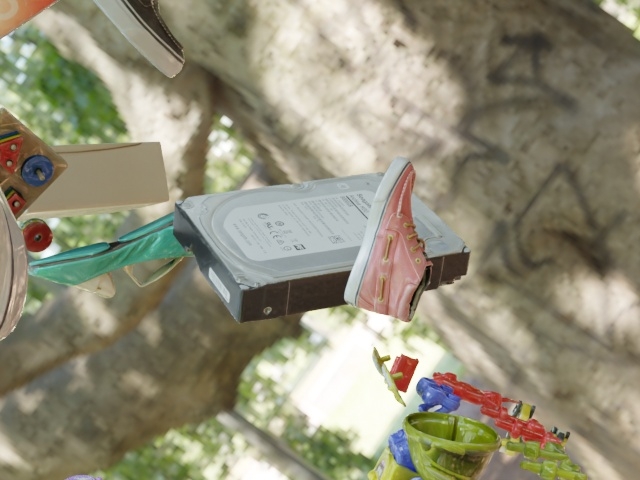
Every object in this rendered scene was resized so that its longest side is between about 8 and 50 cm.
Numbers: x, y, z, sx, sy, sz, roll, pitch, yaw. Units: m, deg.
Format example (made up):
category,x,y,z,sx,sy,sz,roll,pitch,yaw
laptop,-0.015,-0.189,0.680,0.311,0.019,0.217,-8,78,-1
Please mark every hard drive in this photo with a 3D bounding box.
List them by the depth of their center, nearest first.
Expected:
category,x,y,z,sx,sy,sz,roll,pitch,yaw
hard drive,0.000,0.000,1.882,0.339,0.237,0.064,-8,-56,-25

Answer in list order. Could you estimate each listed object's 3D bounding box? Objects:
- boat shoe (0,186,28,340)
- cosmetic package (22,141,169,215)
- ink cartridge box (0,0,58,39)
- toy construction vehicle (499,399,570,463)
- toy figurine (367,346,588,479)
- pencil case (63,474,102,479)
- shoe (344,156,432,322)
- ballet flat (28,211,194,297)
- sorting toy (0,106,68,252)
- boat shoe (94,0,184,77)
category,x,y,z,sx,sy,sz,roll,pitch,yaw
boat shoe,-0.284,-0.042,1.037,0.088,0.096,0.267,-45,-46,-71
cosmetic package,-0.427,-0.099,2.374,0.160,0.113,0.309,-9,0,40
ink cartridge box,-0.266,-0.264,1.117,0.145,0.179,0.045,-28,33,26
toy construction vehicle,0.281,0.267,1.861,0.035,0.086,0.098,-71,4,-50
toy figurine,0.117,0.265,1.430,0.362,0.191,0.217,-128,60,-80
pencil case,-0.367,0.471,2.271,0.088,0.206,0.086,-20,33,-9
shoe,0.092,0.001,1.562,0.063,0.081,0.178,4,-75,-72
ballet flat,-0.285,0.033,1.985,0.247,0.087,0.083,-19,9,-10
sorting toy,-0.446,-0.099,1.961,0.132,0.274,0.046,-46,35,0
boat shoe,-0.301,-0.405,2.176,0.119,0.335,0.121,-40,27,-2
